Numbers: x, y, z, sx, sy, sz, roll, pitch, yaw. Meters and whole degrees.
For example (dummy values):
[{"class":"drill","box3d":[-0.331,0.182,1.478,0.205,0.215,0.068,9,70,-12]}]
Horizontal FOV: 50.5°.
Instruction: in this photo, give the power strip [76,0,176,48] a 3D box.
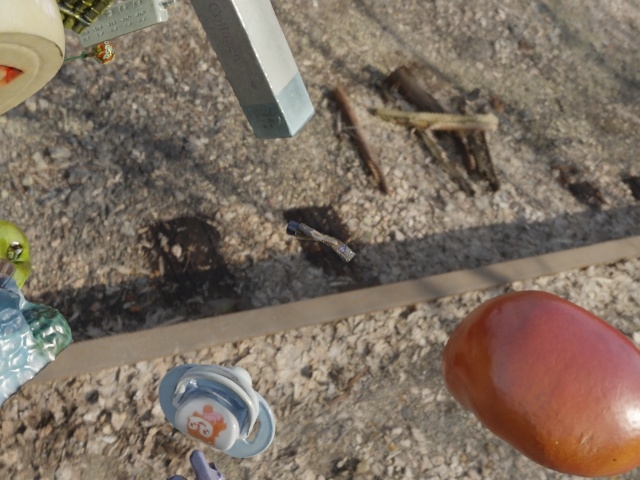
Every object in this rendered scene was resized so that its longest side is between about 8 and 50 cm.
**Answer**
[{"class":"power strip","box3d":[-0.407,-0.454,1.395,0.027,0.252,0.060,-40,117,-66]}]

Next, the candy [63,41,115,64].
[{"class":"candy","box3d":[-0.533,-0.417,1.529,0.049,0.184,0.055,6,85,-56]}]

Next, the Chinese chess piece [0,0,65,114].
[{"class":"Chinese chess piece","box3d":[-0.341,-0.149,0.538,0.273,0.273,0.102,-28,96,-39]}]

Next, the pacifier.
[{"class":"pacifier","box3d":[-0.231,0.376,1.637,0.299,0.244,0.233,25,23,4]}]

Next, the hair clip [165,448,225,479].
[{"class":"hair clip","box3d":[-0.148,0.421,1.000,0.137,0.090,0.278,-45,40,-7]}]

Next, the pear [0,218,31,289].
[{"class":"pear","box3d":[-0.860,0.068,1.637,0.318,0.342,0.238,-37,115,-17]}]

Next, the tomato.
[{"class":"tomato","box3d":[0.271,0.163,0.811,0.260,0.260,0.180,32,87,-3]}]

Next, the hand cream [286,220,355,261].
[{"class":"hand cream","box3d":[0.000,0.000,1.528,0.163,0.039,0.062,24,16,13]}]

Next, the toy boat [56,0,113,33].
[{"class":"toy boat","box3d":[-0.243,-0.246,0.675,0.063,0.115,0.016,22,67,-36]}]

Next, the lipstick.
[{"class":"lipstick","box3d":[-0.101,-0.272,0.822,0.068,0.066,0.317,-55,134,-36]}]

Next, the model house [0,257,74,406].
[{"class":"model house","box3d":[-0.708,0.106,1.229,0.360,0.339,0.297,6,37,33]}]
